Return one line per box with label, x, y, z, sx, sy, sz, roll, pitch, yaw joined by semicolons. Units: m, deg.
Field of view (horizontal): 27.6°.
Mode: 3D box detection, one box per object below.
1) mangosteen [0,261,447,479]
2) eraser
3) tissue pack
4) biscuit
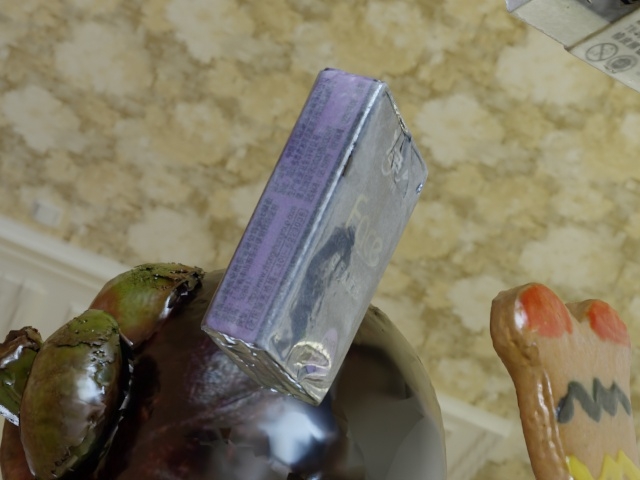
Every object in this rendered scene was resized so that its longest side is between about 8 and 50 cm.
mangosteen;-0.087;0.204;1.137;0.381;0.421;0.381;-21;-116;50
eraser;0.323;-0.192;1.208;0.098;0.404;0.096;-27;-124;38
tissue pack;0.000;0.000;0.696;0.156;0.051;0.112;-66;157;-15
biscuit;0.165;0.150;0.758;0.036;0.165;0.250;-17;-107;36
